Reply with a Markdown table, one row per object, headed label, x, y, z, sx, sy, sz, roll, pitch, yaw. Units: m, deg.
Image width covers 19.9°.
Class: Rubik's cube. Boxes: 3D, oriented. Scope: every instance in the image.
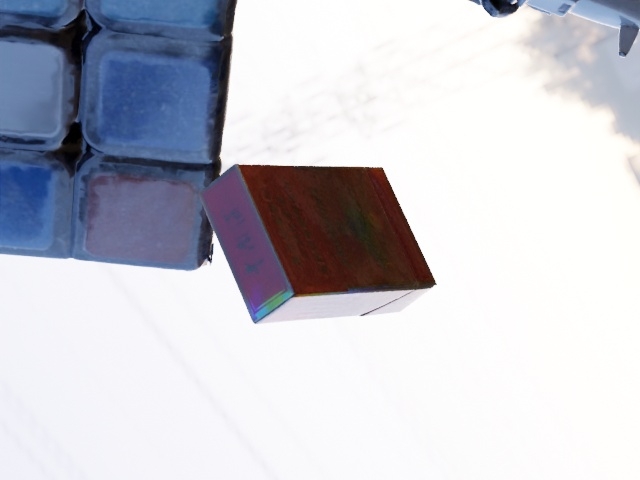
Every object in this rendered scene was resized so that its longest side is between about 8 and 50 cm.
| label | x | y | z | sx | sy | sz | roll | pitch | yaw |
| --- | --- | --- | --- | --- | --- | --- | --- | --- | --- |
| Rubik's cube | -0.241 | -0.218 | 1.499 | 0.359 | 0.363 | 0.362 | -94 | 14 | -50 |

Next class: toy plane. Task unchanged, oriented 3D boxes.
| label | x | y | z | sx | sy | sz | roll | pitch | yaw |
| --- | --- | --- | --- | --- | --- | --- | --- | --- | --- |
| toy plane | 0.144 | -0.166 | 1.127 | 0.171 | 0.065 | 0.162 | 28 | 159 | -5 |

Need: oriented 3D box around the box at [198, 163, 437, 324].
| label | x | y | z | sx | sy | sz | roll | pitch | yaw |
| --- | --- | --- | --- | --- | --- | --- | --- | --- | --- |
| box | -0.001 | 0.001 | 1.350 | 0.175 | 0.048 | 0.112 | -1 | -119 | -50 |
